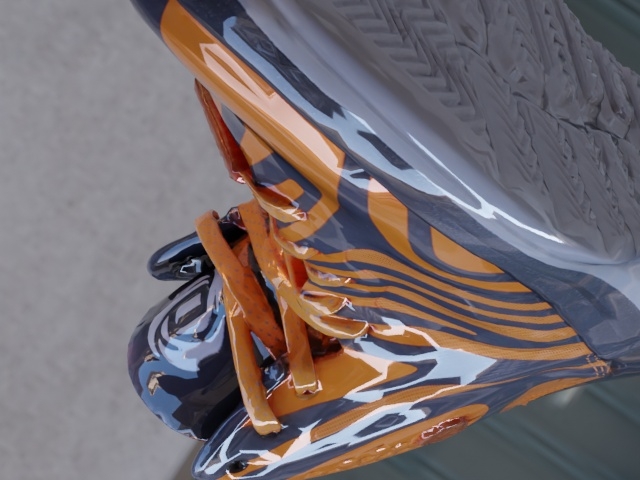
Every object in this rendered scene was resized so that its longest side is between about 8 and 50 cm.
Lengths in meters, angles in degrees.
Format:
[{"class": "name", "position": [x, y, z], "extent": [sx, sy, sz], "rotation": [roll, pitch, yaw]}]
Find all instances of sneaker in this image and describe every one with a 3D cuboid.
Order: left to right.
[{"class": "sneaker", "position": [0.000, 0.000, 0.561], "extent": [0.321, 0.180, 0.124], "rotation": [35, -144, -52]}]
